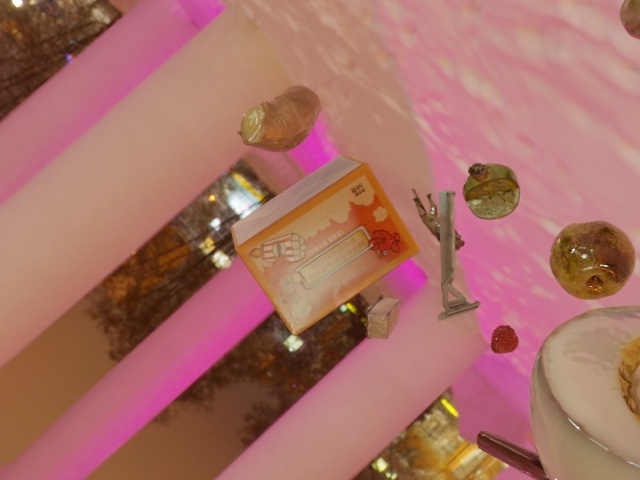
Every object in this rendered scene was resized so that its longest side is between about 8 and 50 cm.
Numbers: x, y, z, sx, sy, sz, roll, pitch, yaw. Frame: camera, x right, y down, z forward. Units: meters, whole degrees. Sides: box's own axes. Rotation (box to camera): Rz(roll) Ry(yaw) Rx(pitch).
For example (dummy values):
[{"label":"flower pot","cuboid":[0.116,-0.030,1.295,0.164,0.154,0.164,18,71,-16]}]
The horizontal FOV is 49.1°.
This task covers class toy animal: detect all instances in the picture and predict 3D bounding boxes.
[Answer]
[{"label":"toy animal","cuboid":[0.273,-0.061,1.708,0.086,0.069,0.220,71,173,-52]}]

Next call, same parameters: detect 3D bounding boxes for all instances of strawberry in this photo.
[{"label":"strawberry","cuboid":[0.469,0.259,1.798,0.073,0.073,0.083,47,-142,9]}]

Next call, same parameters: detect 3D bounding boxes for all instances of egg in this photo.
[{"label":"egg","cuboid":[0.321,0.202,0.748,0.206,0.271,0.162,11,122,13]}]

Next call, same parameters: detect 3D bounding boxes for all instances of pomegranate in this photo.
[{"label":"pomegranate","cuboid":[0.428,-0.142,1.786,0.169,0.143,0.122,51,-147,-23]}]

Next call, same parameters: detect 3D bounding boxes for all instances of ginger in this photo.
[{"label":"ginger","cuboid":[-0.084,-0.298,1.720,0.152,0.267,0.138,46,135,10]}]

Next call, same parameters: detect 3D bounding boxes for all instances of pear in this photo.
[{"label":"pear","cuboid":[0.663,0.039,1.716,0.197,0.197,0.197,47,175,5]}]

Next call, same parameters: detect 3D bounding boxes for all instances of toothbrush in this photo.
[{"label":"toothbrush","cuboid":[0.321,0.336,1.040,0.041,0.041,0.364,48,169,-5]}]

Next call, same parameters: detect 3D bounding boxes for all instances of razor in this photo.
[{"label":"razor","cuboid":[0.282,0.028,1.529,0.056,0.111,0.278,1,99,56]}]

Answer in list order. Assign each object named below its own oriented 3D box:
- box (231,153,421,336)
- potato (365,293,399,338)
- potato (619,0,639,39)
[{"label":"box","cuboid":[0.000,0.000,1.353,0.214,0.283,0.259,56,179,-15]},{"label":"potato","cuboid":[0.159,0.192,1.768,0.061,0.086,0.122,9,-159,22]},{"label":"potato","cuboid":[0.636,-0.444,1.290,0.157,0.157,0.194,48,160,-9]}]
